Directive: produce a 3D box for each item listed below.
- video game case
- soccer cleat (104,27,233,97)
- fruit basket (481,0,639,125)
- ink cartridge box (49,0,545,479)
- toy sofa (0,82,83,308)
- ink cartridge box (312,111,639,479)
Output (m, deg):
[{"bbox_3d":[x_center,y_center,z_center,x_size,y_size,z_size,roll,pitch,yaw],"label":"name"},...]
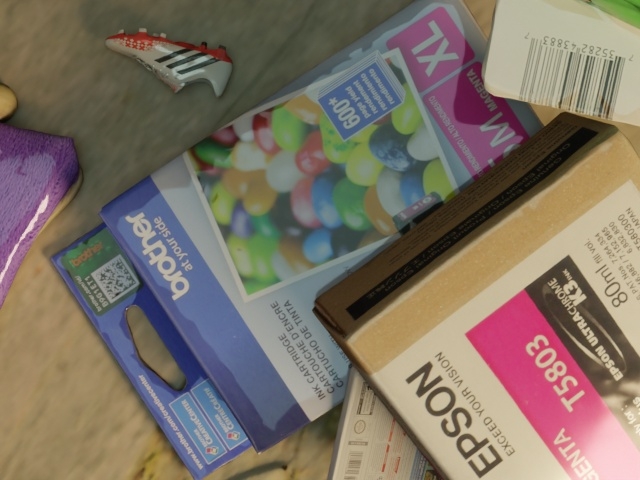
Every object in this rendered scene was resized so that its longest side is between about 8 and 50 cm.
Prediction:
[{"bbox_3d":[0.070,0.121,0.863,0.122,0.011,0.087,5,111,-16],"label":"video game case"},{"bbox_3d":[-0.098,-0.113,0.886,0.083,0.029,0.035,10,87,-3],"label":"soccer cleat"},{"bbox_3d":[0.288,-0.202,0.737,0.353,0.165,0.327,11,99,-5],"label":"fruit basket"},{"bbox_3d":[0.000,0.000,0.871,0.311,0.065,0.185,-33,90,4],"label":"ink cartridge box"},{"bbox_3d":[-0.300,0.056,0.834,0.177,0.150,0.362,27,92,2],"label":"toy sofa"},{"bbox_3d":[0.143,0.075,0.807,0.193,0.088,0.234,-39,106,-3],"label":"ink cartridge box"}]
